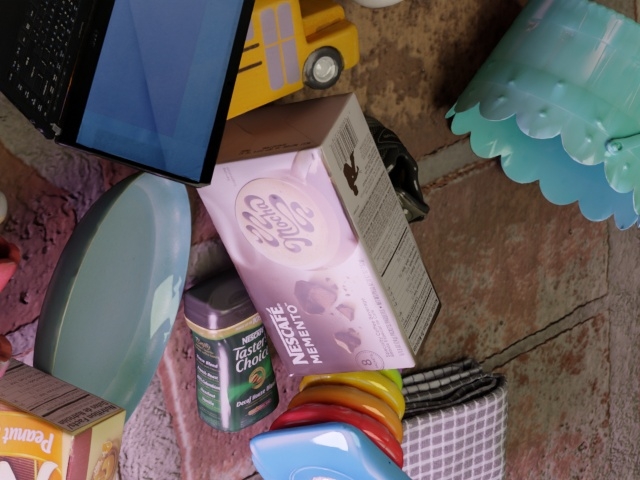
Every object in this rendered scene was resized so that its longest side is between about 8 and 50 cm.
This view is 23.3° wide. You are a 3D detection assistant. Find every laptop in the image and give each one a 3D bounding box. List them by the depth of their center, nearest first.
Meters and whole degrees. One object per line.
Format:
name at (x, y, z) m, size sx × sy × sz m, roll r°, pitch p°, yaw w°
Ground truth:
laptop at (-0.184, -0.208, 1.442) m, size 0.264 × 0.137 × 0.234 m, roll 55°, pitch 43°, yaw -61°

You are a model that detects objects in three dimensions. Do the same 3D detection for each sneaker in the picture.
sneaker at (0.046, -0.019, 1.816) m, size 0.087 × 0.130 × 0.227 m, roll 12°, pitch 110°, yaw -40°

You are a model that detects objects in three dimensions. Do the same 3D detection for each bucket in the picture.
bucket at (0.311, -0.157, 1.860) m, size 0.281 × 0.281 × 0.183 m, roll 37°, pitch 83°, yaw -42°

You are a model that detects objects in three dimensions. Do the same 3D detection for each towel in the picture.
towel at (0.120, 0.305, 2.037) m, size 0.284 × 0.121 × 0.235 m, roll -17°, pitch 120°, yaw -30°

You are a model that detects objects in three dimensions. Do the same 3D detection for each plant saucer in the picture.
plant saucer at (-0.220, 0.070, 1.622) m, size 0.317 × 0.044 × 0.317 m, roll 17°, pitch 90°, yaw -76°

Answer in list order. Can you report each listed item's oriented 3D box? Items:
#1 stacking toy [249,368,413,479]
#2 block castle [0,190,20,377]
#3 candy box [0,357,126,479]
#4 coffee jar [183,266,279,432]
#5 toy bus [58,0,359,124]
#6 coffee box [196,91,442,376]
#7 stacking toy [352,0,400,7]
stacking toy at (0.043, 0.167, 1.869) m, size 0.175 × 0.166 × 0.301 m, roll 46°, pitch 46°, yaw -36°
block castle at (-0.473, 0.007, 1.237) m, size 0.453 × 0.303 × 0.212 m, roll 23°, pitch 105°, yaw -17°
candy box at (-0.348, 0.198, 1.499) m, size 0.087 × 0.316 × 0.183 m, roll -25°, pitch 130°, yaw -58°
coffee jar at (-0.104, 0.125, 1.805) m, size 0.096 × 0.079 × 0.184 m, roll -28°, pitch 126°, yaw -33°
toy bus at (-0.123, -0.191, 1.617) m, size 0.333 × 0.108 × 0.130 m, roll -25°, pitch 123°, yaw -25°
coffee box at (0.000, 0.000, 1.719) m, size 0.297 × 0.168 × 0.119 m, roll 66°, pitch 32°, yaw -29°
stacking toy at (0.149, -0.447, 1.607) m, size 0.351 × 0.350 × 0.480 m, roll 10°, pitch 121°, yaw -40°
